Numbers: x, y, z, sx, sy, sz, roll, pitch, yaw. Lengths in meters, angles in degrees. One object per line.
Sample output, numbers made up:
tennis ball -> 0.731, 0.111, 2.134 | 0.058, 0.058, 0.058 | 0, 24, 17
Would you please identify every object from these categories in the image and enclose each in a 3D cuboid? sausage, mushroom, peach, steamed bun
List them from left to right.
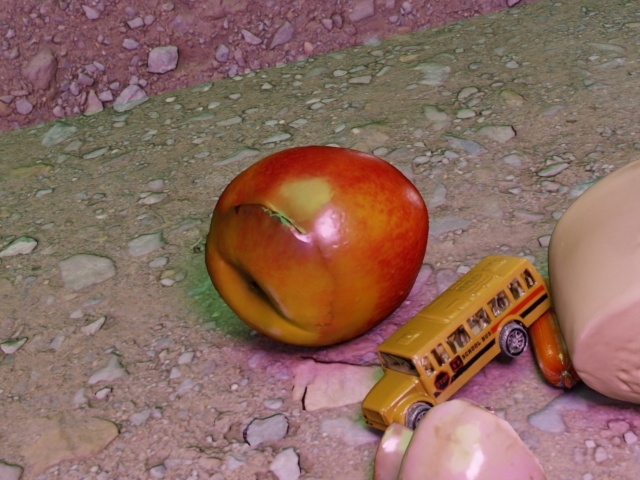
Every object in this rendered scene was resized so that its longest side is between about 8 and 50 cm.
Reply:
peach -> 0.000, 0.000, 1.590 | 0.370, 0.370, 0.370 | -9, 31, 6
mushroom -> 0.151, 0.307, 1.198 | 0.236, 0.162, 0.173 | 11, 37, 37
sausage -> 0.360, 0.149, 1.471 | 0.071, 0.071, 0.234 | -9, 31, 6
steamed bun -> 0.562, 0.047, 1.332 | 0.456, 0.289, 0.371 | -3, 32, 6

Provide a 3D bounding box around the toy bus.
toy bus -> 0.197, 0.155, 1.428 | 0.335, 0.123, 0.121 | -36, 21, -24
